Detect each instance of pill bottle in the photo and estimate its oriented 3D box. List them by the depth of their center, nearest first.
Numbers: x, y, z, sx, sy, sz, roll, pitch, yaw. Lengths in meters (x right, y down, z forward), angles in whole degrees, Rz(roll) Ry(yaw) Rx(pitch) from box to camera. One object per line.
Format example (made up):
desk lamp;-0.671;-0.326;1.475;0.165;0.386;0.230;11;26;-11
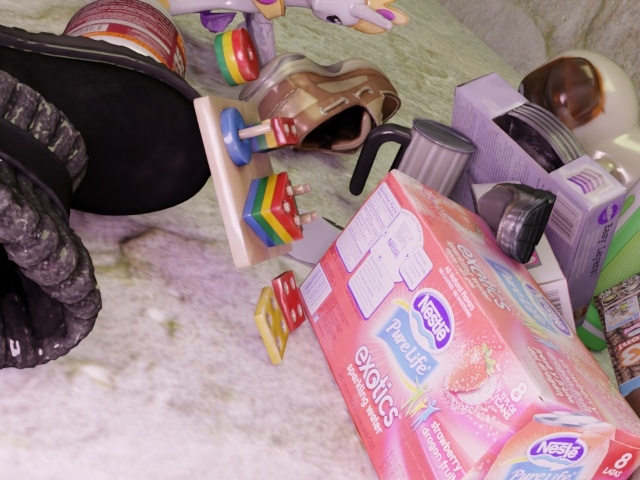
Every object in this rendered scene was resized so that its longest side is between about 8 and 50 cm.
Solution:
pill bottle;-0.185;-0.156;0.938;0.121;0.121;0.221;31;21;-18

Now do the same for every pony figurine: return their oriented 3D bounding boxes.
pony figurine;-0.103;-0.339;1.307;0.363;0.303;0.351;2;26;-21

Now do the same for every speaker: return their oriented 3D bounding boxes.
speaker;0.432;0.007;1.363;0.131;0.296;0.131;32;20;-14

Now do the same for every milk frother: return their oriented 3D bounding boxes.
milk frother;0.110;-0.059;1.199;0.129;0.135;0.143;12;27;-23

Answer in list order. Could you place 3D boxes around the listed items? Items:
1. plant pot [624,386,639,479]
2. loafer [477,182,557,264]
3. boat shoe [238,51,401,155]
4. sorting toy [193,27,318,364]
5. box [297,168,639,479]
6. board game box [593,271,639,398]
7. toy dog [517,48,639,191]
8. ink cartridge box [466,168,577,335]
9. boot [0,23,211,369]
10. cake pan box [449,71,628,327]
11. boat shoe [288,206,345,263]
plant pot;0.356;0.228;0.863;0.229;0.263;0.263;21;19;3
loafer;0.165;-0.020;0.894;0.061;0.062;0.170;21;10;13
boat shoe;0.021;-0.162;1.333;0.116;0.123;0.324;51;29;16
sorting toy;-0.042;-0.043;0.823;0.132;0.046;0.275;-19;95;-76
box;0.113;0.096;0.837;0.142;0.154;0.300;24;22;-32
board game box;0.435;0.172;1.132;0.232;0.141;0.291;56;17;-10
toy dog;0.450;-0.101;1.531;0.408;0.395;0.284;47;29;2
ink cartridge box;0.221;0.052;1.118;0.371;0.069;0.176;-90;165;-69
boot;-0.174;-0.033;0.670;0.348;0.131;0.260;11;29;-42
cake pan box;0.248;-0.042;1.260;0.070;0.267;0.246;-26;53;-21
boat shoe;0.000;0.000;1.028;0.142;0.049;0.040;24;5;-37
